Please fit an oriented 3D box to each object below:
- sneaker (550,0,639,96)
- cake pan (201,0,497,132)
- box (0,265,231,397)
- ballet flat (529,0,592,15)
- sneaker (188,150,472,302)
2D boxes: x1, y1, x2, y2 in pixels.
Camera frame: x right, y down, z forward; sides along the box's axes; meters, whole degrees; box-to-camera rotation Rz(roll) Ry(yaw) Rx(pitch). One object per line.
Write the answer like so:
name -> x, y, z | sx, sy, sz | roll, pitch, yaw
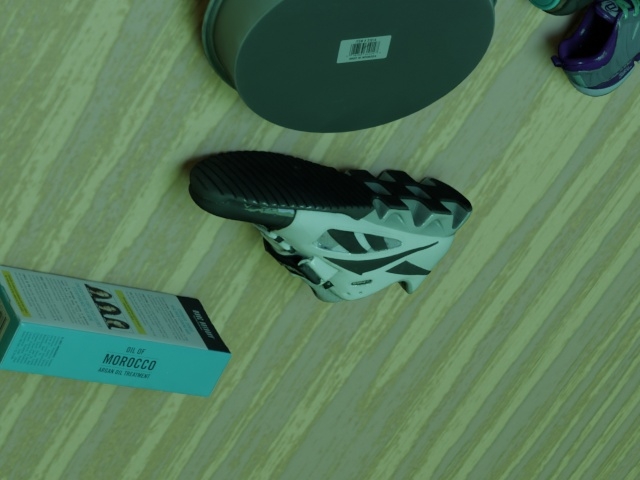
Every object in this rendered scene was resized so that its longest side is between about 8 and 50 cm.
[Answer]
sneaker -> 0.337, -0.245, 1.877 | 0.224, 0.083, 0.098 | -49, 153, 10
cake pan -> 0.036, -0.198, 1.701 | 0.293, 0.054, 0.293 | -11, 149, -7
box -> -0.218, 0.093, 1.815 | 0.244, 0.100, 0.060 | 12, 118, -35
ballet flat -> 0.286, -0.350, 1.789 | 0.096, 0.095, 0.280 | -10, 138, -36
sneaker -> 0.000, 0.000, 1.855 | 0.330, 0.122, 0.146 | 9, 116, -34
